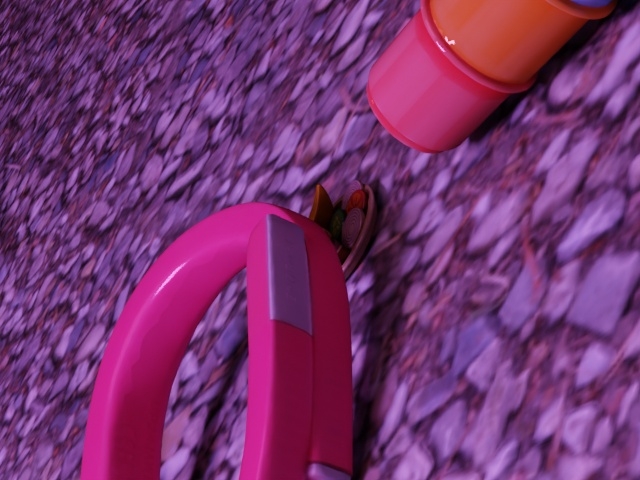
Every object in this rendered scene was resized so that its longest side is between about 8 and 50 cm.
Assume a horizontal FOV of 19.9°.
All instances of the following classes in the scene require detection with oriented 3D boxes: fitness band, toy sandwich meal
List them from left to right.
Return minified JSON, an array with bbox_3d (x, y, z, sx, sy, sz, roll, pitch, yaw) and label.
[{"bbox_3d":[-0.061,0.105,0.981,0.209,0.054,0.291,-44,33,39],"label":"fitness band"},{"bbox_3d":[0.000,0.000,1.054,0.085,0.029,0.085,-49,22,28],"label":"toy sandwich meal"}]

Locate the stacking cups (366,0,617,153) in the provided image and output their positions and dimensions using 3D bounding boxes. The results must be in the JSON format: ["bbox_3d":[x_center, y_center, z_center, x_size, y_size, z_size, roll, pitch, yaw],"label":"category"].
[{"bbox_3d":[0.126,-0.163,0.877,0.316,0.096,0.096,-44,25,36],"label":"stacking cups"}]
